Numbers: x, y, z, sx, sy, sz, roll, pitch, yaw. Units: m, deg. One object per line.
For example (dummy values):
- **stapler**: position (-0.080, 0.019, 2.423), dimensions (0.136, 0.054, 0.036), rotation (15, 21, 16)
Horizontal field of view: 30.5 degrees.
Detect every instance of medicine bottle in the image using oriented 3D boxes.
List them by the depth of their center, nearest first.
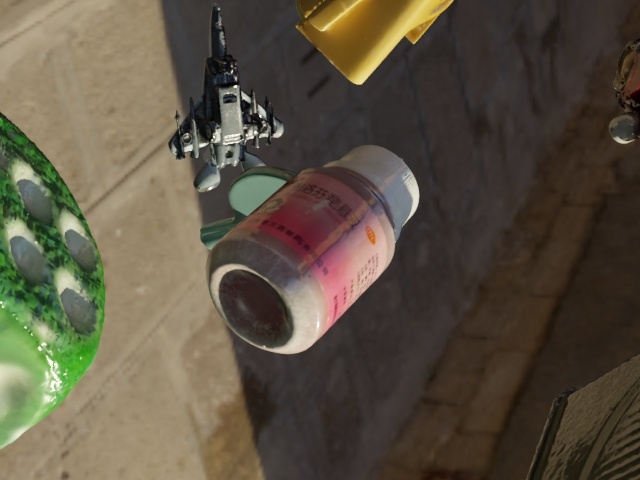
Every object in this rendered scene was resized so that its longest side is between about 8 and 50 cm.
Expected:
- **medicine bottle**: position (0.000, 0.000, 1.224), dimensions (0.247, 0.147, 0.147), rotation (-44, 130, -40)

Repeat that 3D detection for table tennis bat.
- **table tennis bat**: position (-0.069, -0.026, 1.470), dimensions (0.149, 0.237, 0.038), rotation (45, 53, -24)

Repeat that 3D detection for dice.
- **dice**: position (-0.411, 0.045, 1.197), dimensions (0.297, 0.300, 0.287), rotation (57, 10, -36)

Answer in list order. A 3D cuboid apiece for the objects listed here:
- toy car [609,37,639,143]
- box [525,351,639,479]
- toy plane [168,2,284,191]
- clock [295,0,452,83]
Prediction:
- **toy car**: position (0.210, -0.054, 0.587), dimensions (0.139, 0.112, 0.112), rotation (122, -18, -72)
- **box**: position (0.270, 0.210, 1.006), dimensions (0.138, 0.178, 0.274), rotation (36, 44, -6)
- **toy plane**: position (-0.127, -0.194, 1.580), dimensions (0.169, 0.078, 0.246), rotation (-12, 119, -24)
- **clock**: position (0.127, -0.405, 1.672), dimensions (0.200, 0.317, 0.244), rotation (48, 42, -5)
